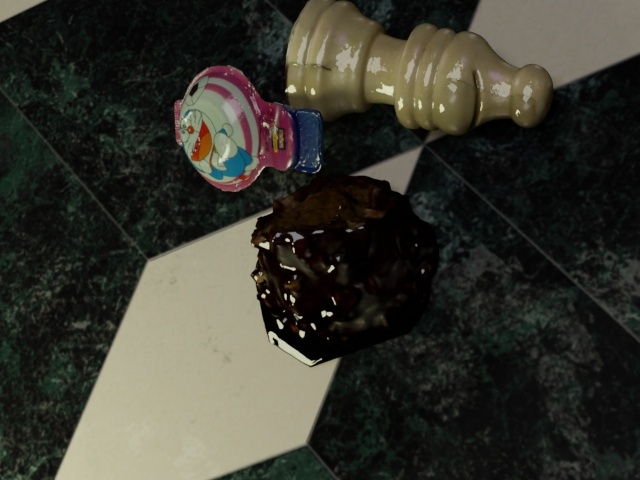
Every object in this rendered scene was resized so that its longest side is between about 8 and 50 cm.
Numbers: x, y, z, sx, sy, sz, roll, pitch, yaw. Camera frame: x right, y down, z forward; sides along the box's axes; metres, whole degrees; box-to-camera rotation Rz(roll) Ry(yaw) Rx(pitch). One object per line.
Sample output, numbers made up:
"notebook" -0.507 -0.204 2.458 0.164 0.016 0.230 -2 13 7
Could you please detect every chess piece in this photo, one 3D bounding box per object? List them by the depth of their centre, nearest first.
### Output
"chess piece" 0.120 -0.192 1.707 0.307 0.124 0.139 11 47 25

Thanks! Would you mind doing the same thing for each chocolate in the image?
"chocolate" 0.000 0.000 1.638 0.224 0.177 0.206 -20 62 15

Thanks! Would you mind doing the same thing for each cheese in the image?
"cheese" -0.091 -0.129 1.769 0.244 0.062 0.155 12 110 40
